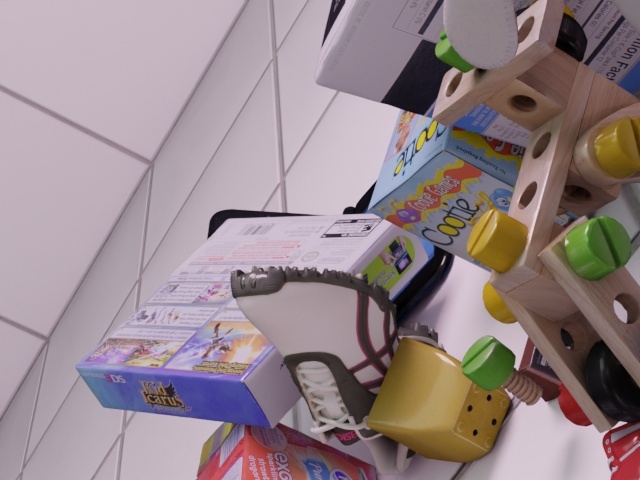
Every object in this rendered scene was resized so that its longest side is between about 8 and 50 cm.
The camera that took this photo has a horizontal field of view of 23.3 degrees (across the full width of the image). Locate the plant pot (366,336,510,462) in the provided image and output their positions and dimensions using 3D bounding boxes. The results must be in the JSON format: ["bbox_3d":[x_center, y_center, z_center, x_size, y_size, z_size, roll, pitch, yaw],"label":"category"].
[{"bbox_3d":[0.104,0.134,1.257,0.083,0.081,0.081,7,70,54],"label":"plant pot"}]

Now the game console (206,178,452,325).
[{"bbox_3d":[0.000,0.000,1.647,0.293,0.250,0.173,-88,3,-57],"label":"game console"}]

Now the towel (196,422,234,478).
[{"bbox_3d":[-0.129,0.255,1.917,0.083,0.009,0.060,-49,21,40],"label":"towel"}]

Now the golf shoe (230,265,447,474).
[{"bbox_3d":[0.021,0.103,1.288,0.105,0.273,0.120,-6,62,36],"label":"golf shoe"}]

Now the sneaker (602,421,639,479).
[{"bbox_3d":[0.192,0.166,0.992,0.118,0.042,0.067,-53,21,8],"label":"sneaker"}]

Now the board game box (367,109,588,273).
[{"bbox_3d":[0.166,-0.133,1.361,0.144,0.142,0.275,-39,28,58],"label":"board game box"}]

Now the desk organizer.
[{"bbox_3d":[0.183,0.054,1.191,0.050,0.047,0.130,-38,29,61],"label":"desk organizer"}]

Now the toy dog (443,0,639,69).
[{"bbox_3d":[0.171,-0.169,0.859,0.220,0.334,0.161,-41,-3,-1],"label":"toy dog"}]

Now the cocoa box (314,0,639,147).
[{"bbox_3d":[0.159,-0.281,1.201,0.231,0.228,0.347,123,161,-62],"label":"cocoa box"}]

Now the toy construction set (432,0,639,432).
[{"bbox_3d":[0.172,-0.033,0.973,0.257,0.237,0.309,-55,18,-7],"label":"toy construction set"}]

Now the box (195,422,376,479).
[{"bbox_3d":[-0.080,0.324,1.414,0.300,0.142,0.154,-55,17,27],"label":"box"}]

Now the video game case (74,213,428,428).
[{"bbox_3d":[-0.068,0.070,1.482,0.269,0.061,0.244,-1,35,49],"label":"video game case"}]
